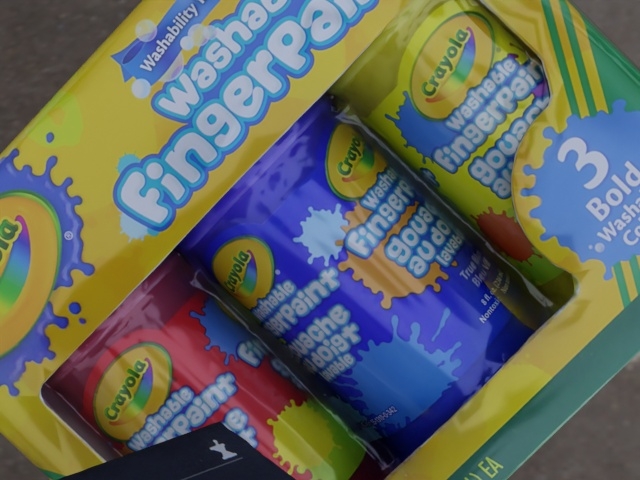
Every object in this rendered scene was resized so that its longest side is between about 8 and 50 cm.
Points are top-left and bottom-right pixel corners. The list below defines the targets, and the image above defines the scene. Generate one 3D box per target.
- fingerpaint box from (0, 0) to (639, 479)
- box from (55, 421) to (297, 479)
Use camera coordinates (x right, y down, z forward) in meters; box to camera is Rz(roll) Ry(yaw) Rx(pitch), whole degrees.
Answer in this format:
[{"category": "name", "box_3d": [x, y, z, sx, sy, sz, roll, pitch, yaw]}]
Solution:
[{"category": "fingerpaint box", "box_3d": [0.000, 0.000, 1.154, 0.371, 0.163, 0.445, 45, 100, -3]}, {"category": "box", "box_3d": [-0.066, 0.269, 0.802, 0.343, 0.312, 0.179, -13, 130, -51]}]
